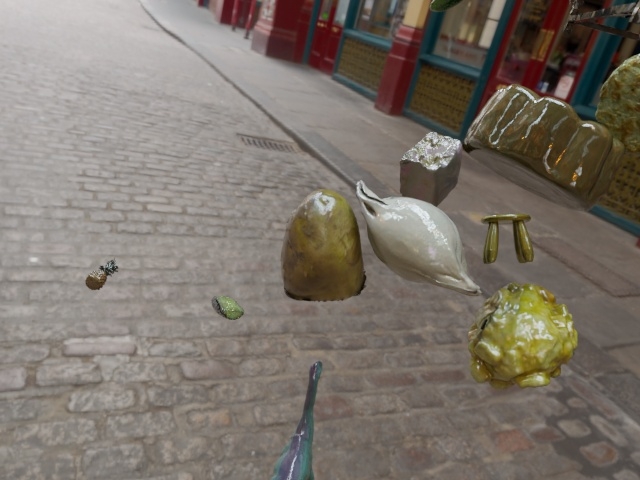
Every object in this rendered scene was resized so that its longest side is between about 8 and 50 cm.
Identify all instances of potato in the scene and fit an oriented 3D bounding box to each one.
[{"bbox_3d":[0.000,0.000,1.273,0.229,0.266,0.229,-5,38,4],"label":"potato"}]

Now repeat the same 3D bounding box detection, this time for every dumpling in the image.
[{"bbox_3d":[0.223,0.008,1.248,0.341,0.181,0.260,19,-6,15],"label":"dumpling"}]

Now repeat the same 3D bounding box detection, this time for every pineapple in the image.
[{"bbox_3d":[-0.654,0.099,1.618,0.058,0.058,0.124,15,27,0],"label":"pineapple"}]

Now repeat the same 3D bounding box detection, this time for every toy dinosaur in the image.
[{"bbox_3d":[-0.067,0.509,1.227,0.129,0.330,0.383,12,34,9],"label":"toy dinosaur"}]

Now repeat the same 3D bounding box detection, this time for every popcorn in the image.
[{"bbox_3d":[0.467,0.229,1.276,0.215,0.252,0.286,59,36,-10],"label":"popcorn"}]

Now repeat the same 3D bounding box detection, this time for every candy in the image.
[{"bbox_3d":[0.338,-0.212,1.667,0.137,0.195,0.185,31,59,30],"label":"candy"}]

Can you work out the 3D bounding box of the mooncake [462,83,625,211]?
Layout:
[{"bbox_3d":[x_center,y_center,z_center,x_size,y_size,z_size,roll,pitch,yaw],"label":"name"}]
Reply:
[{"bbox_3d":[0.563,-0.241,1.371,0.378,0.200,0.378,29,7,-4],"label":"mooncake"}]

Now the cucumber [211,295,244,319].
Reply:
[{"bbox_3d":[-0.313,0.236,1.799,0.078,0.062,0.211,7,4,-20],"label":"cucumber"}]

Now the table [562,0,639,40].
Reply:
[{"bbox_3d":[0.584,-0.444,0.846,0.222,0.272,0.335,16,20,3],"label":"table"}]

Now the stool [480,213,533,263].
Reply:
[{"bbox_3d":[0.430,-0.002,1.247,0.134,0.110,0.135,1,-4,-34],"label":"stool"}]

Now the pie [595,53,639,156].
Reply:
[{"bbox_3d":[0.807,-0.344,1.352,0.201,0.248,0.090,28,34,26],"label":"pie"}]

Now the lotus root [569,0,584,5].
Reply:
[{"bbox_3d":[0.502,-0.537,1.060,0.072,0.151,0.063,6,2,-11],"label":"lotus root"}]

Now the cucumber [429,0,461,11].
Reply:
[{"bbox_3d":[0.383,-0.665,1.380,0.056,0.250,0.056,21,54,-33],"label":"cucumber"}]
